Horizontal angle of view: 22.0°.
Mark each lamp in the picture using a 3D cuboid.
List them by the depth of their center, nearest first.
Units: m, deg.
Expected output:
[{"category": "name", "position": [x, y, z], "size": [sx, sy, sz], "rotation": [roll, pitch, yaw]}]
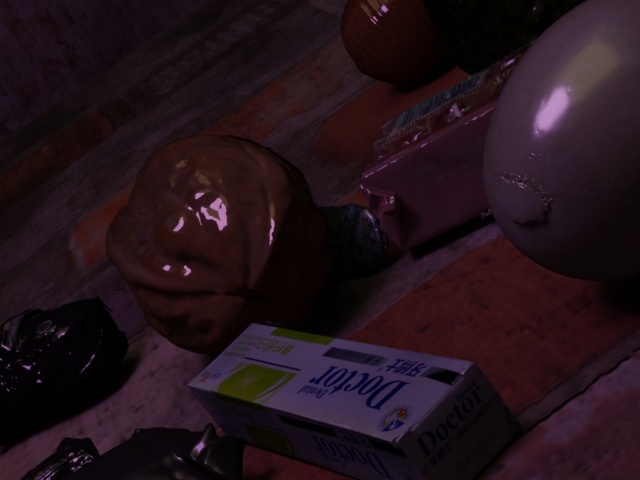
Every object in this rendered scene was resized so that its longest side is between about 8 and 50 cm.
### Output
[{"category": "lamp", "position": [0.089, -0.244, 1.890], "size": [0.136, 0.136, 0.136], "rotation": [-30, 18, 11]}]

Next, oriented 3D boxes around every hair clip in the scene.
[{"category": "hair clip", "position": [-0.002, 0.000, 1.545], "size": [0.036, 0.066, 0.229], "rotation": [-11, 4, -24]}]

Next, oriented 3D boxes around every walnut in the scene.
[{"category": "walnut", "position": [-0.089, 0.003, 1.457], "size": [0.198, 0.198, 0.245], "rotation": [-36, 31, -5]}]

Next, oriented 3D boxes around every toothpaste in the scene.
[{"category": "toothpaste", "position": [0.013, 0.117, 1.189], "size": [0.081, 0.067, 0.336], "rotation": [-44, 19, -19]}]

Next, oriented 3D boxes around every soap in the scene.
[{"category": "soap", "position": [0.167, -0.105, 1.444], "size": [0.273, 0.098, 0.218], "rotation": [-27, 19, 21]}]

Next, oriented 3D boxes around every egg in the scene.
[{"category": "egg", "position": [0.221, -0.079, 1.129], "size": [0.253, 0.186, 0.186], "rotation": [-39, 18, -19]}]

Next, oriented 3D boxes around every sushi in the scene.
[{"category": "sushi", "position": [0.255, -0.291, 1.649], "size": [0.294, 0.178, 0.352], "rotation": [-35, 19, -8]}]

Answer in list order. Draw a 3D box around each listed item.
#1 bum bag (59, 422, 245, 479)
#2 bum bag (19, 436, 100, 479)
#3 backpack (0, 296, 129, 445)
[{"category": "bum bag", "position": [-0.194, 0.238, 1.228], "size": [0.326, 0.080, 0.142], "rotation": [-32, 25, -6]}, {"category": "bum bag", "position": [-0.246, 0.217, 1.434], "size": [0.124, 0.034, 0.058], "rotation": [-40, 32, -18]}, {"category": "backpack", "position": [-0.275, 0.117, 1.629], "size": [0.165, 0.106, 0.120], "rotation": [-31, 13, 20]}]
